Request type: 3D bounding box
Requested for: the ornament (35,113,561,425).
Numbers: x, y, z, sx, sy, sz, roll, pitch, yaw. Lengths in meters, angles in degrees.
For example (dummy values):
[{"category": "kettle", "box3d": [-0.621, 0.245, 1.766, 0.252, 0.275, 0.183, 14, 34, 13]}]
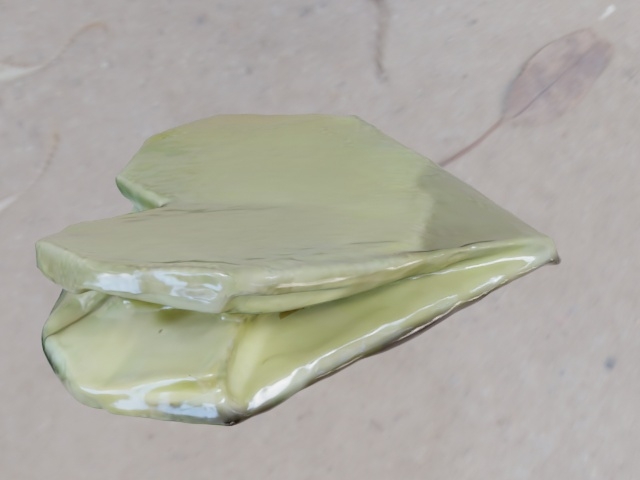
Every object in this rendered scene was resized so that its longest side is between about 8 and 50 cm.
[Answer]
[{"category": "ornament", "box3d": [0.000, 0.000, 0.700, 0.180, 0.201, 0.059, 1, 112, 13]}]
